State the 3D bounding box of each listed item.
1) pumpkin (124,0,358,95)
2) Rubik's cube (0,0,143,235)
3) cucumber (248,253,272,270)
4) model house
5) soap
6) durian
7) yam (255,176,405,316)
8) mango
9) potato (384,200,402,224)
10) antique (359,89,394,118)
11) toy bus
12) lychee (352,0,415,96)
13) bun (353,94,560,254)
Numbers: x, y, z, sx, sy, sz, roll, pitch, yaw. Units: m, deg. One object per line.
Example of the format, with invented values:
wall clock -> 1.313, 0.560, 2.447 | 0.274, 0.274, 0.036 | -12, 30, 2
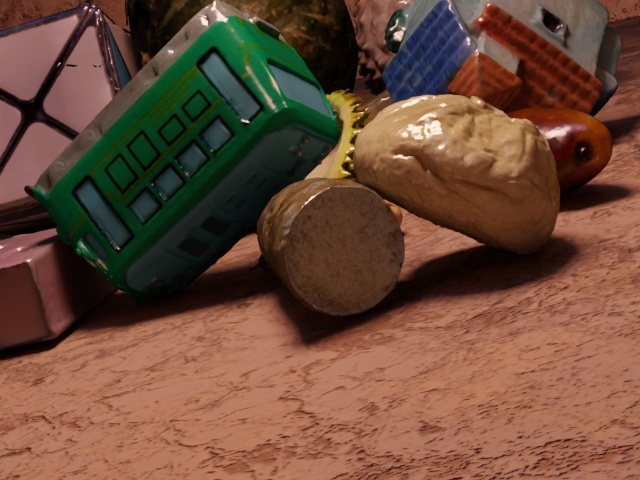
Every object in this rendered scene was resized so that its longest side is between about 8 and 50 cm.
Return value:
pumpkin -> -0.135, -0.350, 2.257 | 0.344, 0.454, 0.454 | -30, 12, -5
Rubik's cube -> -0.426, -0.181, 2.299 | 0.310, 0.305, 0.307 | -17, -7, 5
cucumber -> -0.005, 0.007, 1.607 | 0.167, 0.039, 0.039 | -12, 11, 5
model house -> 0.241, -0.210, 1.890 | 0.252, 0.295, 0.329 | -48, 16, 35
soap -> -0.417, 0.071, 1.674 | 0.296, 0.107, 0.285 | -12, 9, 9
durian -> 0.004, -0.107, 1.888 | 0.169, 0.158, 0.352 | -22, 15, -8
yam -> 0.000, 0.000, 1.426 | 0.133, 0.133, 0.330 | -16, 5, -8
mango -> 0.228, -0.096, 1.620 | 0.267, 0.111, 0.133 | -3, 32, 44
potato -> 0.057, -0.030, 1.651 | 0.068, 0.062, 0.083 | 12, 19, -34
antique -> 0.111, -0.170, 2.160 | 0.284, 0.150, 0.125 | -22, 6, 4
toy bus -> -0.147, -0.088, 1.592 | 0.343, 0.199, 0.183 | -43, -23, 16
lychee -> 0.231, -0.372, 2.378 | 0.380, 0.380, 0.432 | -19, -11, -20
bun -> 0.141, -0.077, 1.376 | 0.220, 0.134, 0.220 | 24, -1, 0
